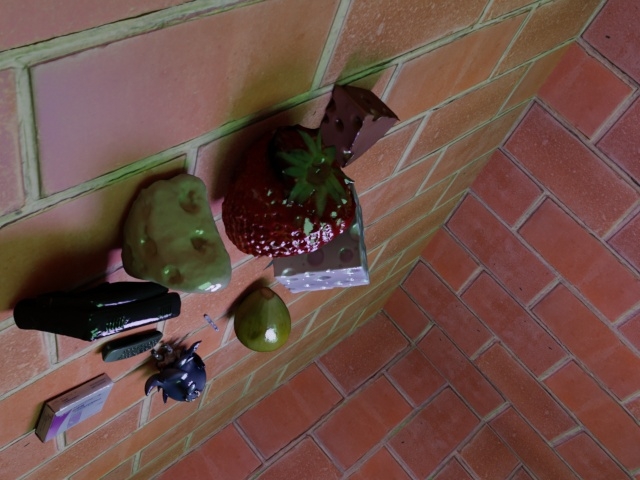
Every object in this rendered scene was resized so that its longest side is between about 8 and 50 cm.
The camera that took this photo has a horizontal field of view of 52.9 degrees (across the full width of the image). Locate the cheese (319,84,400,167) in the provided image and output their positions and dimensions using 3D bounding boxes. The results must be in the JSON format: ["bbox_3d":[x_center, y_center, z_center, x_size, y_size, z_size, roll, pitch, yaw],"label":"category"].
[{"bbox_3d":[0.076,-0.279,1.626,0.177,0.128,0.202,-51,162,26],"label":"cheese"}]

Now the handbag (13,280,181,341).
[{"bbox_3d":[-0.460,0.137,1.344,0.275,0.244,0.088,-15,105,-60],"label":"handbag"}]

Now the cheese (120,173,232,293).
[{"bbox_3d":[-0.314,0.026,1.371,0.173,0.251,0.247,-24,171,-45],"label":"cheese"}]

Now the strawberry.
[{"bbox_3d":[-0.075,-0.105,1.497,0.291,0.292,0.310,-33,-173,-29],"label":"strawberry"}]

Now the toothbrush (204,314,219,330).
[{"bbox_3d":[-0.371,0.280,2.187,0.013,0.019,0.193,-38,161,-11],"label":"toothbrush"}]

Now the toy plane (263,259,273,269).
[{"bbox_3d":[-0.036,0.002,2.130,0.155,0.106,0.381,-41,173,40],"label":"toy plane"}]

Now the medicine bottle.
[{"bbox_3d":[-0.711,0.479,1.858,0.201,0.052,0.171,-24,155,-50],"label":"medicine bottle"}]

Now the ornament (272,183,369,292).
[{"bbox_3d":[0.000,0.000,1.796,0.239,0.239,0.240,-6,165,8],"label":"ornament"}]

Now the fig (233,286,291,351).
[{"bbox_3d":[-0.209,0.275,2.245,0.207,0.207,0.230,-38,134,-14],"label":"fig"}]

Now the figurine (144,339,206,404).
[{"bbox_3d":[-0.469,0.436,2.115,0.175,0.197,0.265,-8,170,10],"label":"figurine"}]

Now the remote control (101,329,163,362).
[{"bbox_3d":[-0.533,0.300,1.830,0.072,0.042,0.222,-48,163,20],"label":"remote control"}]
